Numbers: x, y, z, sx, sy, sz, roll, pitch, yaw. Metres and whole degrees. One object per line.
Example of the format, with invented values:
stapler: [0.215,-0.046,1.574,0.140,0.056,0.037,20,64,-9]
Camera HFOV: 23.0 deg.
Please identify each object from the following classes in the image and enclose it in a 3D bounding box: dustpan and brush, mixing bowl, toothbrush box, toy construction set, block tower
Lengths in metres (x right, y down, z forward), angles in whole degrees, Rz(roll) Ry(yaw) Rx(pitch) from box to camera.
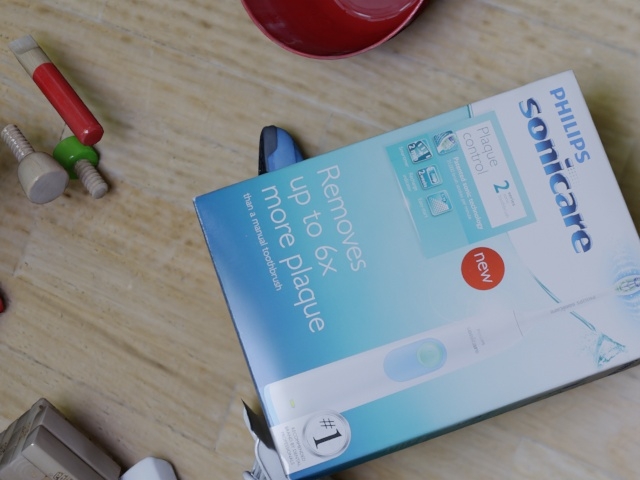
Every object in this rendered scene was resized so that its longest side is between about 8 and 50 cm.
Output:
dustpan and brush: [-0.001,0.228,1.274,0.211,0.147,0.060,41,89,-8]
mixing bowl: [0.030,-0.230,1.261,0.181,0.098,0.182,0,89,26]
toothbrush box: [0.080,0.032,1.160,0.295,0.126,0.216,-18,80,-4]
toy construction set: [-0.362,-0.070,1.397,0.309,0.257,0.237,-38,60,-1]
block tower: [-0.321,0.275,1.399,0.335,0.091,0.097,-39,108,21]

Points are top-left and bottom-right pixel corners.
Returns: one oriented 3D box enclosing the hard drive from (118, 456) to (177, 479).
hard drive: [-0.155,0.364,1.313,0.203,0.040,0.308,-40,53,19]

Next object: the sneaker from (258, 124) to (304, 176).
sneaker: [0.000,0.000,1.300,0.082,0.069,0.209,-12,73,-8]
